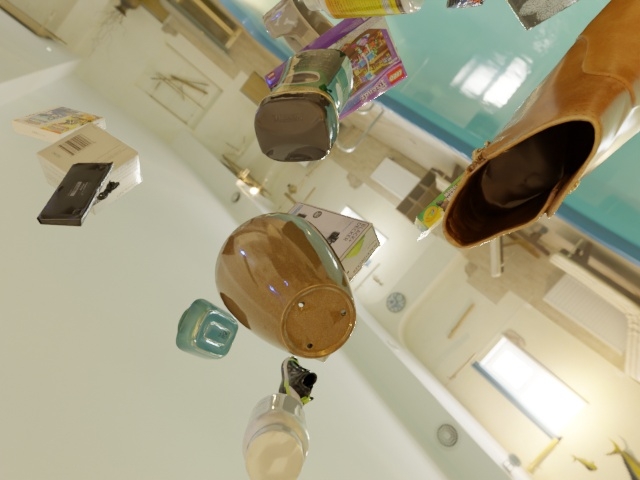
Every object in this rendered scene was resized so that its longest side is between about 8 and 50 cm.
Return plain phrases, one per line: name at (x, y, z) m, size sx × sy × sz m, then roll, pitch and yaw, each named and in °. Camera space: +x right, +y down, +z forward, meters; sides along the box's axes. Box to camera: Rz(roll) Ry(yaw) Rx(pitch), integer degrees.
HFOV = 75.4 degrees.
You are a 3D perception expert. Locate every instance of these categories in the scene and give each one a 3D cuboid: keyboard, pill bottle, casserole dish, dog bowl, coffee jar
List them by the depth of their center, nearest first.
coffee jar at (-0.016, -0.171, 0.518) m, size 0.184 × 0.096 × 0.079 m, roll -74°, pitch -21°, yaw -46°
pill bottle at (0.074, -0.463, 0.738) m, size 0.215 × 0.117 × 0.117 m, roll 12°, pitch 171°, yaw 29°
keyboard at (-0.442, -0.091, 0.784) m, size 0.023 × 0.108 × 0.180 m, roll 91°, pitch 176°, yaw -45°
pill bottle at (-0.088, 0.399, 0.833) m, size 0.131 × 0.131 × 0.229 m, roll 40°, pitch 172°, yaw 2°
casserole dish at (-0.233, 0.196, 0.888) m, size 0.037 × 0.114 × 0.188 m, roll 13°, pitch 159°, yaw 24°
dog bowl at (-0.009, -0.609, 1.282) m, size 0.349 × 0.102 × 0.348 m, roll 34°, pitch -148°, yaw -25°

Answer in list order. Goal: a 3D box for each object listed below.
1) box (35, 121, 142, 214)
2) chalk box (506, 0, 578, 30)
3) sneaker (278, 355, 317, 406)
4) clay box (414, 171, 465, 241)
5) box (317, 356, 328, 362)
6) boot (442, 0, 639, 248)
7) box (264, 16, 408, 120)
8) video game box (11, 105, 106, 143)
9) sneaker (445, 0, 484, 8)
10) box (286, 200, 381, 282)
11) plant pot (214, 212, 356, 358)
box at (-0.631, -0.201, 1.149) m, size 0.182 × 0.181 × 0.119 m, roll 32°, pitch 143°, yaw 7°
chalk box at (0.237, -0.410, 0.436) m, size 0.289 × 0.180 × 0.179 m, roll 11°, pitch -116°, yaw -47°
sneaker at (-0.052, 0.386, 1.130) m, size 0.234 × 0.097 × 0.084 m, roll -99°, pitch -11°, yaw -77°
clay box at (0.342, -0.092, 1.168) m, size 0.053 × 0.222 × 0.127 m, roll 48°, pitch -179°, yaw 14°
box at (-0.004, 0.300, 1.283) m, size 0.087 × 0.101 × 0.101 m, roll 9°, pitch 127°, yaw 41°
boot at (0.223, -0.114, 0.314) m, size 0.104 × 0.295 × 0.211 m, roll 44°, pitch -139°, yaw 11°
box at (0.042, -0.391, 0.988) m, size 0.201 × 0.293 × 0.057 m, roll 41°, pitch -156°, yaw -54°
video game box at (-0.874, -0.389, 1.391) m, size 0.205 × 0.048 × 0.187 m, roll 16°, pitch -141°, yaw 13°
sneaker at (0.337, -0.566, 0.933) m, size 0.087 × 0.083 × 0.221 m, roll 13°, pitch -144°, yaw 14°
box at (0.000, 0.000, 1.148) m, size 0.290 × 0.169 × 0.087 m, roll 22°, pitch 150°, yaw 42°
plant pot at (-0.043, 0.090, 0.709) m, size 0.237 × 0.237 × 0.254 m, roll 37°, pitch 178°, yaw -25°
